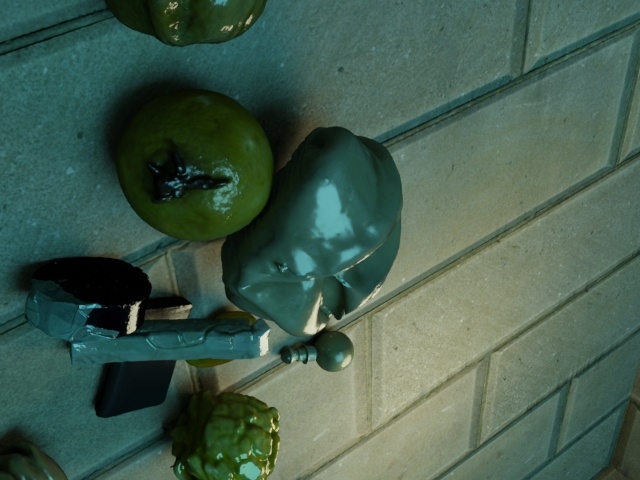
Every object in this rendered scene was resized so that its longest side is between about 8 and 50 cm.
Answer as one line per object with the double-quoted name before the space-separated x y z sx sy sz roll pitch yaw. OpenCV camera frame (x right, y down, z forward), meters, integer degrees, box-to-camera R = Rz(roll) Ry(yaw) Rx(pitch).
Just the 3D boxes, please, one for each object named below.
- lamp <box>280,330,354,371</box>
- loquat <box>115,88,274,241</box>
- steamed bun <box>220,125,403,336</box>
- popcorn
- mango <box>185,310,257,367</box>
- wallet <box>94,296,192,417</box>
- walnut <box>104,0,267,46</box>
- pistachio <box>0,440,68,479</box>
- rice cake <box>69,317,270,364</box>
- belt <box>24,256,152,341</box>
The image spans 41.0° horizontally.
"lamp" -0.010 0.245 1.860 0.163 0.091 0.091 -2 123 -23
"loquat" -0.188 -0.112 1.283 0.244 0.244 0.244 -25 135 -28
"steamed bun" 0.000 0.000 1.445 0.255 0.342 0.367 38 107 -12
"popcorn" -0.194 0.406 1.689 0.225 0.249 0.249 24 104 -14
"mango" -0.191 0.192 1.641 0.161 0.076 0.103 -24 139 -25
"wallet" -0.321 0.214 1.559 0.149 0.044 0.250 -5 122 -45
"walnut" -0.172 -0.385 1.084 0.227 0.283 0.283 4 126 1
"pistachio" -0.517 0.480 1.490 0.162 0.181 0.293 -66 165 -49
"rice cake" -0.254 0.171 1.456 0.336 0.063 0.066 -3 126 -7
"belt" -0.362 0.093 1.336 0.198 0.151 0.078 -3 122 -40
